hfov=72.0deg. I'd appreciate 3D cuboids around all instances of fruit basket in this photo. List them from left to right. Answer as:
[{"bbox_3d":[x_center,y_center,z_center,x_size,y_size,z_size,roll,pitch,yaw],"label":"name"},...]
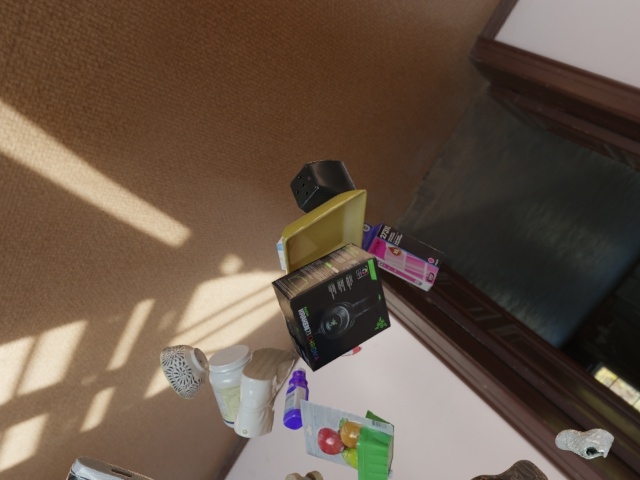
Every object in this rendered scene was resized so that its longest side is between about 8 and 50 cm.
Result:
[{"bbox_3d":[0.101,0.737,1.648,0.165,0.353,0.327,-47,139,-50],"label":"fruit basket"}]

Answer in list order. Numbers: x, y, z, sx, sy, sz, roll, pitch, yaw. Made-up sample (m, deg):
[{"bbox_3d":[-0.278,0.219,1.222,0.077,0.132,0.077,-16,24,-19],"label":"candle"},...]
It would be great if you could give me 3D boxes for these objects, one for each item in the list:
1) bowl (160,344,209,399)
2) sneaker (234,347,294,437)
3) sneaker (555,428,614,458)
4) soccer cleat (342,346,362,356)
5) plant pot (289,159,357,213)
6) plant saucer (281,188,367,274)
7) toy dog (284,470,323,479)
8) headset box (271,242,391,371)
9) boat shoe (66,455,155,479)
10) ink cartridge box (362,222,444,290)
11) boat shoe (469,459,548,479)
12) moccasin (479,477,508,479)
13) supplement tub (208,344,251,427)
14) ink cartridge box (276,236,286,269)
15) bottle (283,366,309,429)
[{"bbox_3d":[-0.376,0.361,1.271,0.080,0.170,0.170,-32,143,1],"label":"bowl"},{"bbox_3d":[-0.144,0.376,1.100,0.292,0.108,0.169,-3,104,-79],"label":"sneaker"},{"bbox_3d":[0.652,0.512,1.105,0.061,0.054,0.152,-46,179,-36],"label":"sneaker"},{"bbox_3d":[0.097,0.417,1.865,0.095,0.248,0.083,-19,105,-10],"label":"soccer cleat"},{"bbox_3d":[-0.003,-0.193,1.659,0.167,0.187,0.188,6,140,-40],"label":"plant pot"},{"bbox_3d":[0.000,0.000,1.468,0.333,0.081,0.332,-32,147,-23],"label":"plant saucer"},{"bbox_3d":[-0.097,1.035,1.692,0.220,0.161,0.333,-3,127,-32],"label":"toy dog"},{"bbox_3d":[0.044,0.175,1.216,0.283,0.131,0.246,-25,119,-20],"label":"headset box"},{"bbox_3d":[-0.508,0.662,1.127,0.113,0.306,0.104,126,-14,-74],"label":"boat shoe"},{"bbox_3d":[0.306,0.046,1.797,0.175,0.371,0.069,-59,171,-35],"label":"ink cartridge box"},{"bbox_3d":[0.561,0.811,1.374,0.356,0.132,0.130,-4,119,-23],"label":"boat shoe"},{"bbox_3d":[0.382,0.681,1.054,0.380,0.139,0.147,-58,-178,42],"label":"moccasin"},{"bbox_3d":[-0.390,0.688,2.096,0.235,0.235,0.324,-22,105,-31],"label":"supplement tub"},{"bbox_3d":[-0.112,0.055,1.819,0.090,0.092,0.143,-63,151,-55],"label":"ink cartridge box"},{"bbox_3d":[-0.106,0.711,2.012,0.092,0.282,0.118,31,120,-17],"label":"bottle"}]
